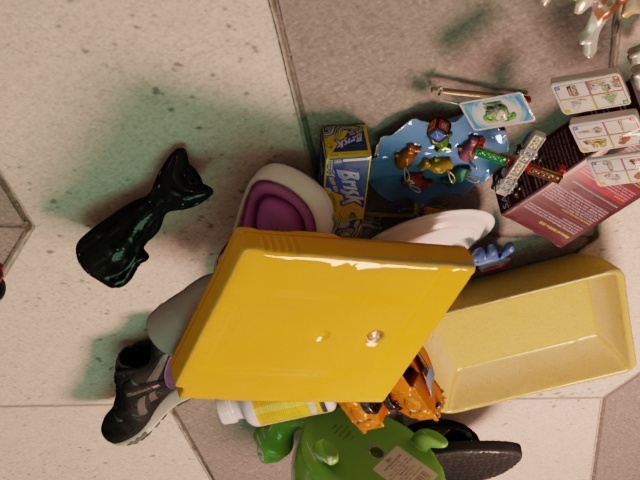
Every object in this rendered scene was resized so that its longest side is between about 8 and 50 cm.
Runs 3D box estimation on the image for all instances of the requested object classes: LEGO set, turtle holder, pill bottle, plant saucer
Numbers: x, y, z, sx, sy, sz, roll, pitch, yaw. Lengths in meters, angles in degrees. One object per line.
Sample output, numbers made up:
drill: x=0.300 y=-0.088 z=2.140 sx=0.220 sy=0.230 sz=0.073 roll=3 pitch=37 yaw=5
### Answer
LEGO set: x=0.254 y=-0.127 z=1.324 sx=0.244 sy=0.060 sz=0.182 roll=-8 pitch=140 yaw=30
turtle holder: x=0.039 y=0.407 z=1.926 sx=0.320 sy=0.243 sz=0.227 roll=16 pitch=121 yaw=-7
pill bottle: x=-0.072 y=0.240 z=1.821 sx=0.184 sy=0.103 sz=0.103 roll=-13 pitch=145 yaw=6
plant saucer: x=0.310 y=0.137 z=1.775 sx=0.333 sy=0.081 sz=0.333 roll=-14 pitch=145 yaw=10

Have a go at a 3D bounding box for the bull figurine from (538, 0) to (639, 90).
bull figurine: x=0.380 y=-0.254 z=1.209 sx=0.310 sy=0.101 sz=0.188 roll=25 pitch=127 yaw=-35

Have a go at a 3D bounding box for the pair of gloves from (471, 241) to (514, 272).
pair of gloves: x=0.185 y=0.045 z=1.619 sx=0.198 sy=0.023 sz=0.159 roll=-20 pitch=167 yaw=13

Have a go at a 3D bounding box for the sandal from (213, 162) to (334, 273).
sandal: x=-0.081 y=0.069 z=1.521 sx=0.169 sy=0.102 sz=0.416 roll=26 pitch=137 yaw=20

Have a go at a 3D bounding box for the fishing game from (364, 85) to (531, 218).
fishing game: x=0.149 y=-0.097 z=1.444 sx=0.189 sy=0.041 sz=0.264 roll=4 pitch=144 yaw=-22

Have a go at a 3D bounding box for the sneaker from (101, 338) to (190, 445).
sneaker: x=-0.279 y=0.214 z=1.769 sx=0.124 sy=0.107 sz=0.283 roll=33 pitch=126 yaw=-25

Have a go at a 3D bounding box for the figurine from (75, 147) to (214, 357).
figurine: x=-0.170 y=0.018 z=1.432 sx=0.215 sy=0.092 sz=0.209 roll=48 pitch=120 yaw=-3

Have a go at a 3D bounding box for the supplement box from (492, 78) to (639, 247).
supplement box: x=0.354 y=-0.096 z=1.458 sx=0.130 sy=0.073 sz=0.239 roll=25 pitch=132 yaw=-36

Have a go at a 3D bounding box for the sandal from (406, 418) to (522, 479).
sandal: x=0.172 y=0.400 z=2.120 sx=0.168 sy=0.107 sz=0.446 roll=24 pitch=147 yaw=-39

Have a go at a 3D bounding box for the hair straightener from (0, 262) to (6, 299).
hair straightener: x=-0.539 y=0.066 z=1.527 sx=0.231 sy=0.047 sz=0.089 roll=-2 pitch=144 yaw=-8

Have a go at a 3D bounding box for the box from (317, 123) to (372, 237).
box: x=0.028 y=-0.072 z=1.442 sx=0.059 sy=0.054 sz=0.169 roll=-4 pitch=144 yaw=-6

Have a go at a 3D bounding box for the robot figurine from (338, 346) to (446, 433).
robot figurine: x=0.051 y=0.152 z=1.650 sx=0.211 sy=0.085 sz=0.291 roll=-17 pitch=118 yaw=35

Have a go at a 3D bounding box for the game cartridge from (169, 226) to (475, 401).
game cartridge: x=-0.005 y=0.102 z=1.439 sx=0.324 sy=0.052 sz=0.285 roll=6 pitch=133 yaw=-27

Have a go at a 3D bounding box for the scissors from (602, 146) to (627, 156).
scissors: x=0.450 y=-0.193 z=1.317 sx=0.297 sy=0.021 sz=0.109 roll=-26 pitch=139 yaw=-2

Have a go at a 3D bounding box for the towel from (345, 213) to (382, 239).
towel: x=0.000 y=0.000 z=1.565 sx=0.152 sy=0.023 sz=0.113 roll=3 pitch=143 yaw=-15

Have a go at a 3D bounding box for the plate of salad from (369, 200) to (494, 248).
plate of salad: x=0.137 y=-0.006 z=1.542 sx=0.200 sy=0.048 sz=0.200 roll=-14 pitch=160 yaw=-5
